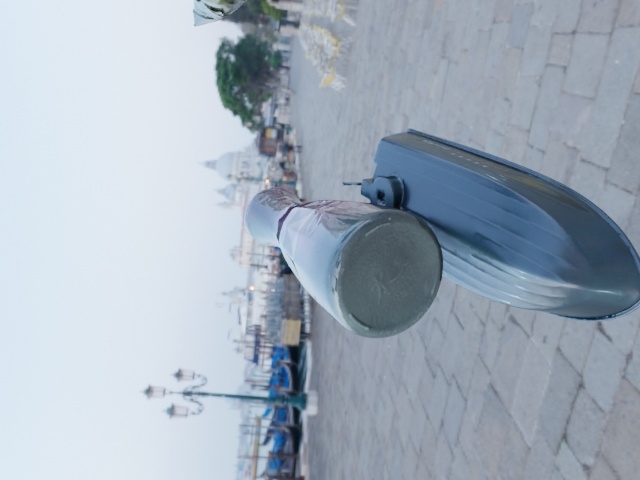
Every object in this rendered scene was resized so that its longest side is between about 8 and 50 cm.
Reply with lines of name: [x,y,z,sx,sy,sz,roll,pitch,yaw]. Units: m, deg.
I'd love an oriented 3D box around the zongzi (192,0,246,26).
zongzi: [-0.106,-0.228,0.554,0.119,0.055,0.109,-40,21,36]

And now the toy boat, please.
toy boat: [0.123,-0.014,0.423,0.246,0.103,0.093,37,128,52]

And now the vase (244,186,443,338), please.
vase: [0.000,0.000,0.461,0.214,0.086,0.086,28,113,61]
